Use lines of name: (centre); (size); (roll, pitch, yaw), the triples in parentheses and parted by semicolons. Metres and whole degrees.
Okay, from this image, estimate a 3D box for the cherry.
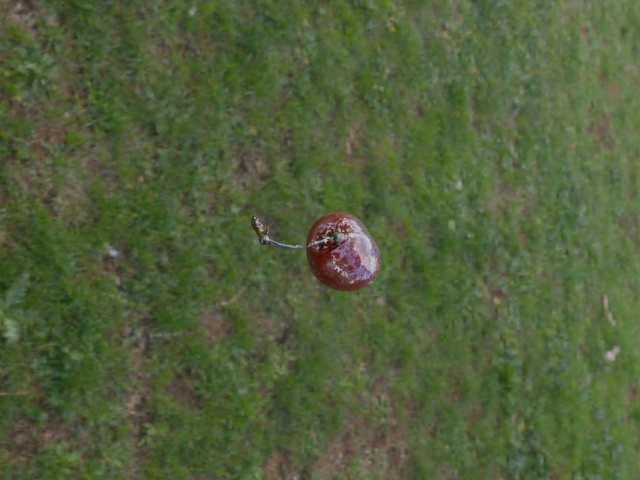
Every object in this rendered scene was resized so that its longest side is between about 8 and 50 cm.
cherry: (0.000, 0.000, 1.205); (0.225, 0.090, 0.107); (29, 51, -42)
